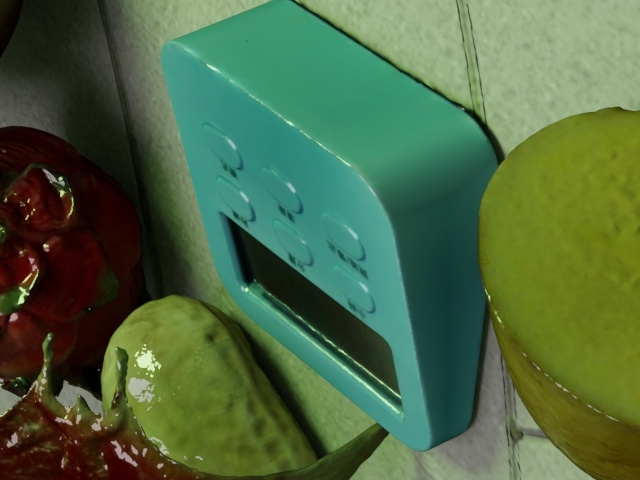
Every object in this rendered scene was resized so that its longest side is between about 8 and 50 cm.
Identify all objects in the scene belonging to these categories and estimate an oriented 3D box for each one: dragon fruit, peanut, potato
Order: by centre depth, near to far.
[{"bbox_3d":[0.169,0.053,0.999,0.203,0.178,0.158,23,149,15],"label":"potato"},{"bbox_3d":[-0.071,0.161,1.429,0.137,0.122,0.253,-38,81,45],"label":"peanut"},{"bbox_3d":[-0.221,0.022,1.496,0.192,0.193,0.274,13,162,15],"label":"dragon fruit"}]

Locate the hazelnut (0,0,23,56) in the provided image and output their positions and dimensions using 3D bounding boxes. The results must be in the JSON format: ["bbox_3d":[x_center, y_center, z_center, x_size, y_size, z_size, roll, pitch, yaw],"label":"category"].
[{"bbox_3d":[-0.406,-0.176,1.425,0.352,0.421,0.421,57,146,7],"label":"hazelnut"}]

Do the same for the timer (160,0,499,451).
[{"bbox_3d":[0.000,0.000,1.258,0.232,0.091,0.250,35,140,38],"label":"timer"}]

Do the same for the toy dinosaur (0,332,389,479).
[{"bbox_3d":[-0.131,0.133,1.338,0.327,0.113,0.206,-15,117,28],"label":"toy dinosaur"}]
